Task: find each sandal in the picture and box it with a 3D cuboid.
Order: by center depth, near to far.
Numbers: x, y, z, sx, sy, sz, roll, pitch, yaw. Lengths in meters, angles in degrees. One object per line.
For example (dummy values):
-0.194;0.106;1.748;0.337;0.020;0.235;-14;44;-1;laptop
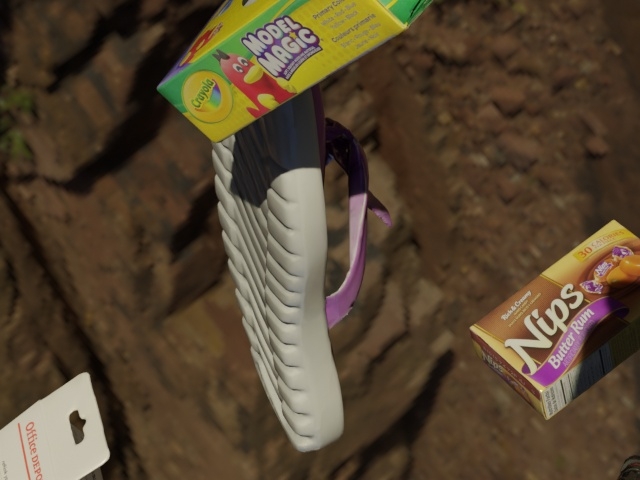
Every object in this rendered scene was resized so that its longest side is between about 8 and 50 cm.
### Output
-0.006;-0.011;1.144;0.416;0.102;0.169;89;157;-51;sandal

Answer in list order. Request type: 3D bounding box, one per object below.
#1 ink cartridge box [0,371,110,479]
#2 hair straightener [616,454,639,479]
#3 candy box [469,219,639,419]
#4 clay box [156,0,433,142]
-0.220;0.199;1.177;0.067;0.198;0.115;47;-171;-34;ink cartridge box
0.185;0.177;0.914;0.089;0.047;0.230;51;-168;9;hair straightener
0.248;0.074;1.544;0.109;0.186;0.053;44;162;40;candy box
0.012;-0.138;0.825;0.053;0.127;0.222;42;149;-14;clay box
